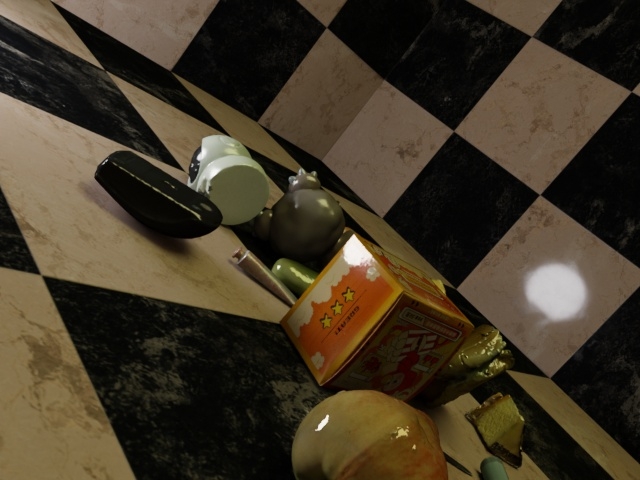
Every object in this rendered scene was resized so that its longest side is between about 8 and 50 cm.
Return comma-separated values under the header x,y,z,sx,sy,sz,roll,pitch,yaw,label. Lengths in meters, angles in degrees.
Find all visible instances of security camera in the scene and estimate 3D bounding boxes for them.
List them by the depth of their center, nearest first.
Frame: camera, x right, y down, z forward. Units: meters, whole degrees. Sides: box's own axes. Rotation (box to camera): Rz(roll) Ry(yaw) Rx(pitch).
x,y,z,sx,sy,sz,roll,pitch,yaw,label
-0.257,-0.176,1.646,0.195,0.194,0.236,28,19,-41,security camera

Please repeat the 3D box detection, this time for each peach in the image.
x,y,z,sx,sy,sz,roll,pitch,yaw,label
0.082,0.302,0.857,0.233,0.232,0.232,37,12,-10,peach

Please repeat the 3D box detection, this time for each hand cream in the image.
x,y,z,sx,sy,sz,roll,pitch,yaw,label
-0.119,0.093,1.443,0.210,0.043,0.067,42,6,-13,hand cream

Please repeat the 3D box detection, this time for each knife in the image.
x,y,z,sx,sy,sz,roll,pitch,yaw,label
0.261,0.454,1.302,0.170,0.010,0.023,38,18,-14,knife

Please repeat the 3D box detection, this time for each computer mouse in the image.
x,y,z,sx,sy,sz,roll,pitch,yaw,label
-0.339,-0.080,1.283,0.269,0.100,0.170,33,10,-7,computer mouse

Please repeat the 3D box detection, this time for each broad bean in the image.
x,y,z,sx,sy,sz,roll,pitch,yaw,label
-0.038,0.102,1.529,0.175,0.082,0.124,37,3,-2,broad bean

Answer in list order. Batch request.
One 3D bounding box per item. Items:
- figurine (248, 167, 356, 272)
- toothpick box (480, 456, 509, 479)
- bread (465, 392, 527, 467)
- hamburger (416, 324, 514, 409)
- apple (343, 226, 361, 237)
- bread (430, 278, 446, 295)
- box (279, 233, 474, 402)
x,y,z,sx,sy,sz,roll,pitch,yaw,label
0.001,0.001,1.721,0.380,0.248,0.203,44,8,-18,figurine
0.379,0.513,1.329,0.052,0.052,0.083,37,14,-9,toothpick box
0.476,0.492,1.591,0.152,0.127,0.147,52,7,-22,bread
0.301,0.310,1.456,0.132,0.211,0.309,65,-21,17,hamburger
0.071,0.024,2.014,0.146,0.131,0.146,41,14,-13,apple
0.312,0.198,1.979,0.171,0.197,0.197,26,17,-23,bread
0.122,0.180,1.301,0.284,0.259,0.213,26,20,-44,box
